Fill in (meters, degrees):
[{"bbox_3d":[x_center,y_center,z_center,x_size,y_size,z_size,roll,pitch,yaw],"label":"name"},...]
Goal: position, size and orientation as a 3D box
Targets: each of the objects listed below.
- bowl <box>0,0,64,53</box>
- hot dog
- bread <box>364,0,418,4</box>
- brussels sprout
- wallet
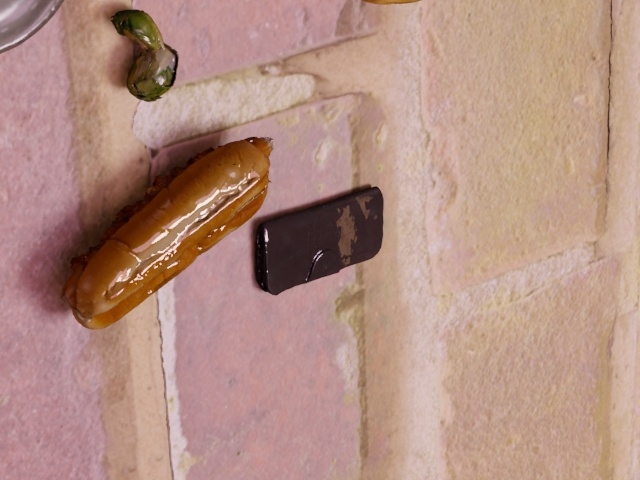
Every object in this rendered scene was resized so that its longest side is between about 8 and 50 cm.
[{"bbox_3d":[-0.276,-0.234,1.381,0.337,0.157,0.337,-32,144,-27],"label":"bowl"},{"bbox_3d":[-0.136,-0.017,1.709,0.249,0.076,0.102,-40,165,-21],"label":"hot dog"},{"bbox_3d":[0.073,-0.294,1.749,0.073,0.122,0.149,-5,111,-43],"label":"bread"},{"bbox_3d":[-0.153,-0.166,1.654,0.051,0.046,0.083,-32,124,-36],"label":"brussels sprout"},{"bbox_3d":[0.000,0.000,1.870,0.156,0.018,0.082,-17,117,-37],"label":"wallet"}]
